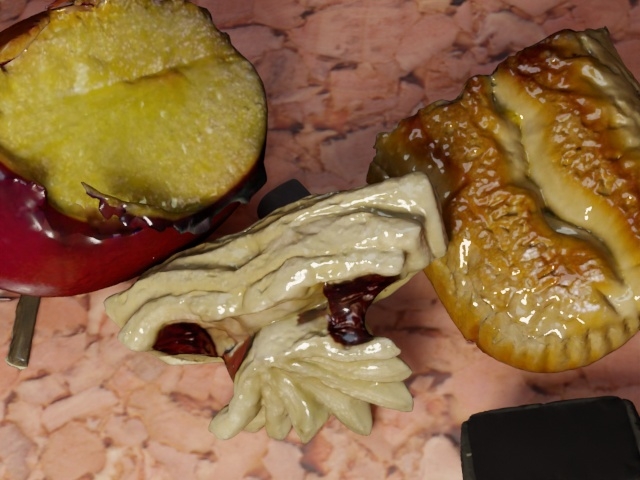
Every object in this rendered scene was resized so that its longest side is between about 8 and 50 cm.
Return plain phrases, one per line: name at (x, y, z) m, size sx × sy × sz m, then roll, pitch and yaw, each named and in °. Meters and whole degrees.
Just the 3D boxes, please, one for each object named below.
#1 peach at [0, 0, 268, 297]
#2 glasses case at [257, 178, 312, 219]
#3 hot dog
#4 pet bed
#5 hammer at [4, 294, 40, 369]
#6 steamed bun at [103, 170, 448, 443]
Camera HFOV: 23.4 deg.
peach at (-0.267, -0.120, 1.885) m, size 0.416 × 0.353 × 0.339 m, roll -19°, pitch 83°, yaw 3°
glasses case at (0.001, 0.001, 1.964) m, size 0.072 × 0.042 × 0.190 m, roll -33°, pitch 59°, yaw -20°
hot dog at (0.290, -0.029, 1.850) m, size 0.367 × 0.196 × 0.365 m, roll -31°, pitch 57°, yaw -3°
pet bed at (0.262, 0.287, 1.690) m, size 0.211 × 0.159 × 0.183 m, roll -8°, pitch 31°, yaw 3°
hammer at (-0.367, 0.029, 2.011) m, size 0.125 × 0.027 × 0.297 m, roll 3°, pitch 60°, yaw 8°
steamed bun at (-0.028, 0.107, 1.803) m, size 0.428 × 0.247 × 0.189 m, roll -19°, pitch 44°, yaw 18°
